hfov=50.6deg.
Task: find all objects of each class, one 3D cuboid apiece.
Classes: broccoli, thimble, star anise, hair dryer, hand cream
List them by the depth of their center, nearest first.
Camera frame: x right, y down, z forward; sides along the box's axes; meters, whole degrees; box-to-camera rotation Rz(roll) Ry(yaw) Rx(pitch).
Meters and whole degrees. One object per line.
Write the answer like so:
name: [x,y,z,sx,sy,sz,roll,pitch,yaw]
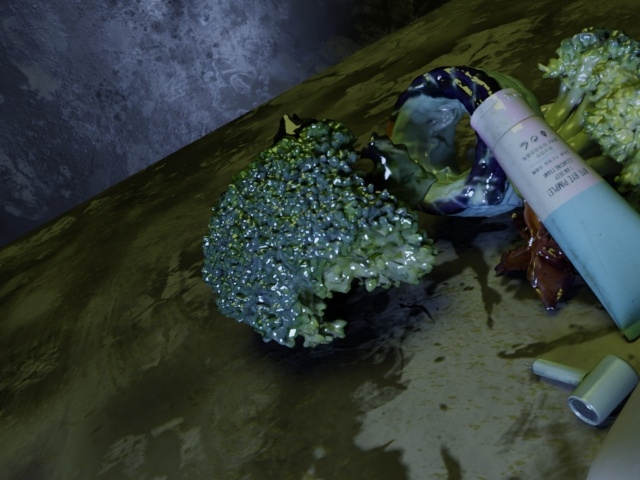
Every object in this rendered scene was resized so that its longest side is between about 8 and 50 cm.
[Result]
hair dryer: [0.243,0.136,0.669,0.063,0.038,0.124,-38,19,-20]
hand cream: [0.289,-0.042,0.762,0.111,0.070,0.312,-29,66,-4]
star anise: [0.307,0.003,0.828,0.144,0.158,0.140,2,24,-17]
broccoli: [0.363,-0.125,0.885,0.243,0.263,0.247,-36,-10,4]
broccoli: [-0.008,-0.006,0.956,0.318,0.338,0.277,-13,49,-14]
thimble: [0.217,-0.139,1.006,0.150,0.237,0.237,-5,4,-39]

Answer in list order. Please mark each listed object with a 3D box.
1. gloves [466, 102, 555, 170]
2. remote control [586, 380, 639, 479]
gloves: [0.340,-0.159,1.072,0.229,0.097,0.119,-22,26,24]
remote control: [0.324,0.142,0.468,0.221,0.103,0.332,10,44,48]
